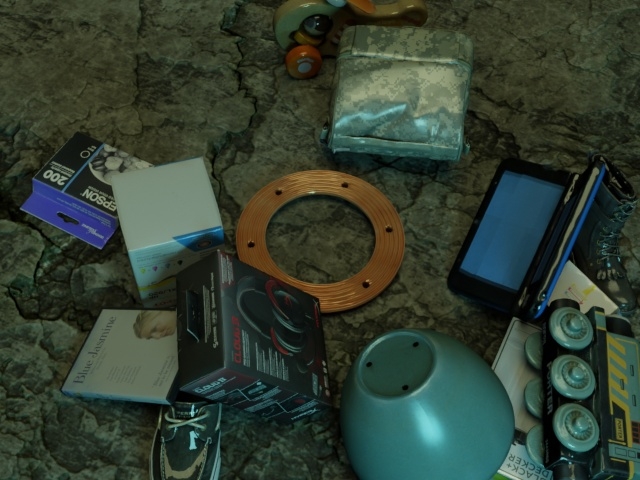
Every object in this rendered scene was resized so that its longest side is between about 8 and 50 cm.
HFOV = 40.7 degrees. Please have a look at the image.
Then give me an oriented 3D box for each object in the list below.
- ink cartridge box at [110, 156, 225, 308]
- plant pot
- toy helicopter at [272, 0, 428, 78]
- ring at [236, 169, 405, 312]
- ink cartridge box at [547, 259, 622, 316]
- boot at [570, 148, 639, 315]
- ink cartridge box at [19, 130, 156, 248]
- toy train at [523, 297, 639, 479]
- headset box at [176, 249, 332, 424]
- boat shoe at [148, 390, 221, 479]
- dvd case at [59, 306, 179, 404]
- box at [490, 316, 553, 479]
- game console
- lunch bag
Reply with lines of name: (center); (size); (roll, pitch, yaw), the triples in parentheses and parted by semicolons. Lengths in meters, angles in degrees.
ink cartridge box: (-0.273, -0.007, 1.588); (0.171, 0.232, 0.168); (-14, 61, -12)
plant pot: (0.149, 0.255, 1.394); (0.290, 0.195, 0.290); (-15, 43, 15)
toy helicopter: (0.069, -0.506, 1.927); (0.355, 0.235, 0.140); (-9, 57, -8)
ring: (0.000, 0.000, 1.715); (0.337, 0.032, 0.336); (1, 56, -2)
ink cartridge box: (0.475, 0.111, 1.608); (0.090, 0.092, 0.143); (-45, 63, 8)
boot: (0.542, -0.012, 1.624); (0.091, 0.229, 0.263); (-16, 59, -16)
ink cartridge box: (-0.473, -0.108, 1.759); (0.206, 0.045, 0.208); (24, 60, 13)
toy train: (0.441, 0.254, 1.407); (0.190, 0.142, 0.334); (15, 55, -8)
headset box: (-0.122, 0.164, 1.450); (0.110, 0.293, 0.218); (-29, 51, 29)
boat shoe: (-0.228, 0.298, 1.456); (0.121, 0.119, 0.335); (1, 57, -2)
dvd case: (-0.325, 0.196, 1.510); (0.253, 0.022, 0.180); (-2, 52, 31)
box: (0.356, 0.297, 1.500); (0.169, 0.087, 0.290); (25, 59, 13)
game console: (0.362, -0.019, 1.562); (0.173, 0.250, 0.293); (24, 86, 9)
lunch bag: (0.162, -0.290, 1.803); (0.305, 0.212, 0.256); (7, 56, 3)
